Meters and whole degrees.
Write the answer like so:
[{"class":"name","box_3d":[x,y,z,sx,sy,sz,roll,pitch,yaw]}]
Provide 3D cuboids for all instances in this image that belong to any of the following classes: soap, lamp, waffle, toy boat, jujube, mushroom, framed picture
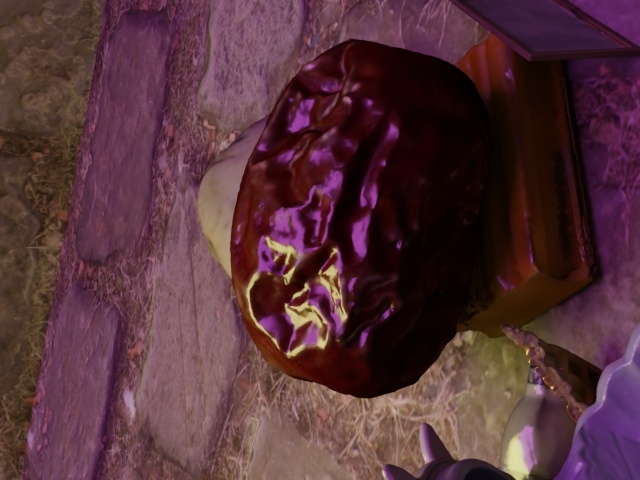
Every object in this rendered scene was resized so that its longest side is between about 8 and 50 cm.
[{"class":"soap","box_3d":[0.207,-0.065,1.550,0.204,0.096,0.324,-39,49,53]},{"class":"lamp","box_3d":[0.232,0.246,1.400,0.101,0.101,0.250,5,89,63]},{"class":"waffle","box_3d":[0.245,0.160,1.309,0.032,0.191,0.125,-30,52,30]},{"class":"toy boat","box_3d":[0.318,0.173,1.220,0.290,0.100,0.199,-53,20,24]},{"class":"jujube","box_3d":[0.044,-0.024,1.479,0.276,0.276,0.377,6,75,63]},{"class":"mushroom","box_3d":[0.000,0.000,1.797,0.336,0.314,0.314,84,177,-56]},{"class":"framed picture","box_3d":[0.243,-0.239,1.497,0.201,0.136,0.010,-128,36,-55]}]

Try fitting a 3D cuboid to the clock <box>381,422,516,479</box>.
[{"class":"clock","box_3d":[0.152,0.330,1.249,0.109,0.265,0.324,-33,87,23]}]
